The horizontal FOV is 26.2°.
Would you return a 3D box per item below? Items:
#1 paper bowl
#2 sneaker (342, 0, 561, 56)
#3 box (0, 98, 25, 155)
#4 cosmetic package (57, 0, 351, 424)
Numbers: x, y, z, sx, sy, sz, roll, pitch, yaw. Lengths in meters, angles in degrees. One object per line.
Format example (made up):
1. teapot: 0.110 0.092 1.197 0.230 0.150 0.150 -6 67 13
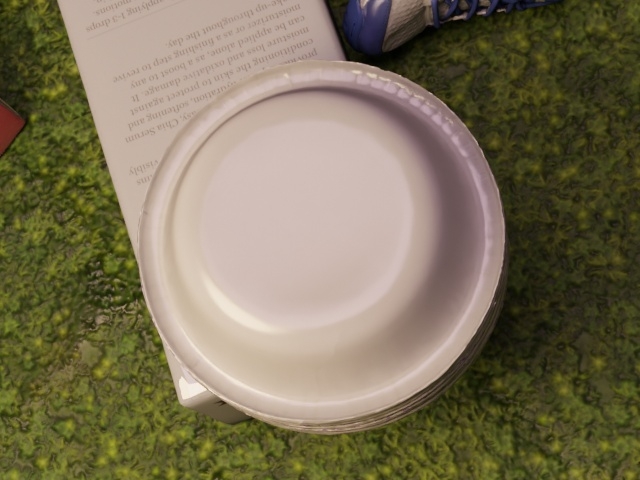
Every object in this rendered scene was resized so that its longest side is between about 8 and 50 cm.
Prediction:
1. paper bowl: 0.000 0.000 1.046 0.284 0.148 0.284 -2 75 9
2. sneaker: 0.158 -0.254 1.252 0.296 0.112 0.131 -40 74 -2
3. box: -0.428 -0.081 1.334 0.148 0.127 0.232 36 87 17
4. cosmetic package: -0.066 -0.089 1.238 0.230 0.161 0.453 -20 73 6
